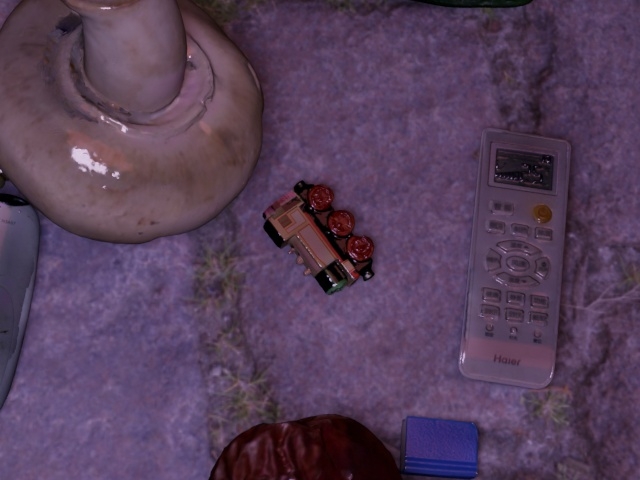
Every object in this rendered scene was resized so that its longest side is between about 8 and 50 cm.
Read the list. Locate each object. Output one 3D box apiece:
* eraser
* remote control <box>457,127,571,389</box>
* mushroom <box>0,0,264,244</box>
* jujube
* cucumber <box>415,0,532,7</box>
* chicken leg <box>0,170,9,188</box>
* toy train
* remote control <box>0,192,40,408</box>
[{"bbox_3d":[0.132,0.232,1.771,0.084,0.027,0.063,6,70,-9],"label":"eraser"},{"bbox_3d":[0.225,0.021,1.848,0.109,0.055,0.313,9,66,-1],"label":"remote control"},{"bbox_3d":[-0.234,-0.157,1.692,0.356,0.315,0.315,34,60,-48],"label":"mushroom"},{"bbox_3d":[-0.003,0.352,1.624,0.216,0.216,0.342,-6,81,-13],"label":"jujube"},{"bbox_3d":[0.126,-0.318,1.934,0.284,0.056,0.056,8,71,-4],"label":"cucumber"},{"bbox_3d":[-0.527,-0.172,1.719,0.429,0.153,0.201,36,81,-6],"label":"chicken leg"},{"bbox_3d":[0.000,0.000,1.808,0.087,0.050,0.138,-36,84,-15],"label":"toy train"},{"bbox_3d":[-0.358,0.074,1.692,0.097,0.045,0.256,11,81,-20],"label":"remote control"}]
